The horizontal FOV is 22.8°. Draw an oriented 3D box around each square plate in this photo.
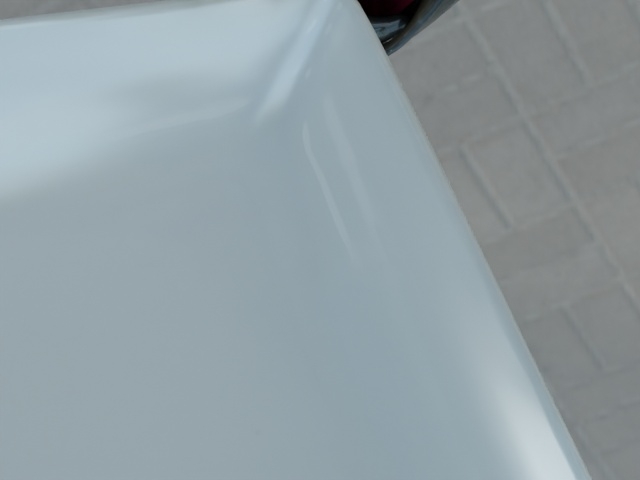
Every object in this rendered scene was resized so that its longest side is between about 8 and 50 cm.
[{"bbox_3d":[-0.077,0.088,0.456,0.344,0.347,0.049,-11,155,-28],"label":"square plate"}]

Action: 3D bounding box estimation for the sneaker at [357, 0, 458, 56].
[{"bbox_3d":[0.003,-0.219,1.338,0.185,0.202,0.483,47,127,-1],"label":"sneaker"}]
